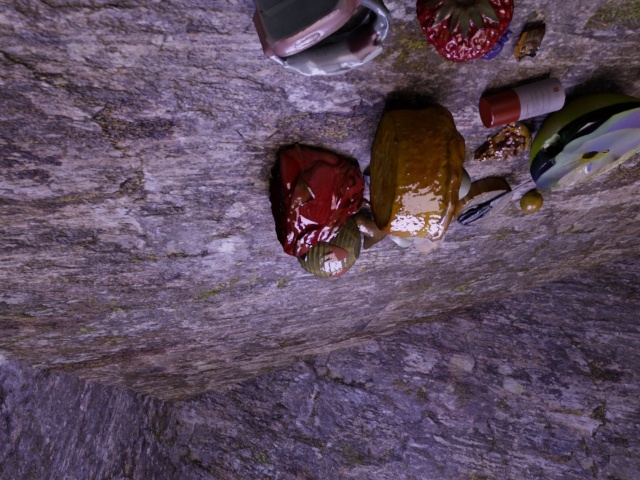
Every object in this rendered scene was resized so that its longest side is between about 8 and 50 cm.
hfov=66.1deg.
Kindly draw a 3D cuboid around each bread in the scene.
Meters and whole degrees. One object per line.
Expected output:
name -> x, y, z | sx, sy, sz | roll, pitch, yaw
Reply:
bread -> 0.266, -0.178, 1.392 | 0.215, 0.398, 0.398 | 1, 149, -7
bread -> 0.624, -0.152, 1.911 | 0.236, 0.070, 0.236 | -12, 150, -7

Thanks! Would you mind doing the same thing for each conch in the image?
conch -> 0.422, -0.025, 1.973 | 0.158, 0.127, 0.255 | -32, 147, 29

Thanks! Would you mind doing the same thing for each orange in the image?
orange -> 0.864, -0.157, 2.011 | 0.085, 0.085, 0.095 | 0, 143, -27

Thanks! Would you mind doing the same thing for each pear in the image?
pear -> 0.844, -0.341, 1.582 | 0.398, 0.165, 0.399 | -12, 152, -7

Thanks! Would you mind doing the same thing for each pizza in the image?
pizza -> 0.599, -0.305, 1.620 | 0.193, 0.069, 0.154 | -30, 150, 21

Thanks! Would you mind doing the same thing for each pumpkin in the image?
pumpkin -> 0.535, -0.511, 1.262 | 0.073, 0.035, 0.101 | -22, 150, -13

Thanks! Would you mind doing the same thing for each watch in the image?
watch -> 0.014, -0.443, 1.018 | 0.253, 0.162, 0.241 | -22, 164, 17

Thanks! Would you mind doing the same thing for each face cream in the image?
face cream -> 0.577, -0.396, 1.419 | 0.214, 0.096, 0.096 | -15, 152, -1

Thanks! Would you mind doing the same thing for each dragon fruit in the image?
dragon fruit -> 0.023, -0.124, 1.487 | 0.329, 0.228, 0.286 | -5, 148, -16

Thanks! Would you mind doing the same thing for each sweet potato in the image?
sweet potato -> 0.190, -0.045, 1.853 | 0.124, 0.098, 0.310 | -1, 158, 19

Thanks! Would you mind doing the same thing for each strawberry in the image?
strawberry -> 0.306, -0.475, 1.064 | 0.205, 0.205, 0.244 | -22, 174, 11

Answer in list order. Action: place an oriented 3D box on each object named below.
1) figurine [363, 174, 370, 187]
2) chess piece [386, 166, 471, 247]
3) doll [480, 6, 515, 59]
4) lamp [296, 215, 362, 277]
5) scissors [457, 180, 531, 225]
figurine -> 0.195, -0.199, 1.615 | 0.086, 0.082, 0.094 | -32, 178, -4
chess piece -> 0.369, -0.138, 1.710 | 0.330, 0.182, 0.182 | -40, 144, 28
doll -> 0.418, -0.495, 1.169 | 0.110, 0.067, 0.206 | -44, 165, -5
lamp -> 0.000, 0.000, 1.706 | 0.284, 0.250, 0.250 | 10, 158, 19
scissors -> 0.654, -0.142, 1.852 | 0.300, 0.022, 0.109 | -36, 148, 28
